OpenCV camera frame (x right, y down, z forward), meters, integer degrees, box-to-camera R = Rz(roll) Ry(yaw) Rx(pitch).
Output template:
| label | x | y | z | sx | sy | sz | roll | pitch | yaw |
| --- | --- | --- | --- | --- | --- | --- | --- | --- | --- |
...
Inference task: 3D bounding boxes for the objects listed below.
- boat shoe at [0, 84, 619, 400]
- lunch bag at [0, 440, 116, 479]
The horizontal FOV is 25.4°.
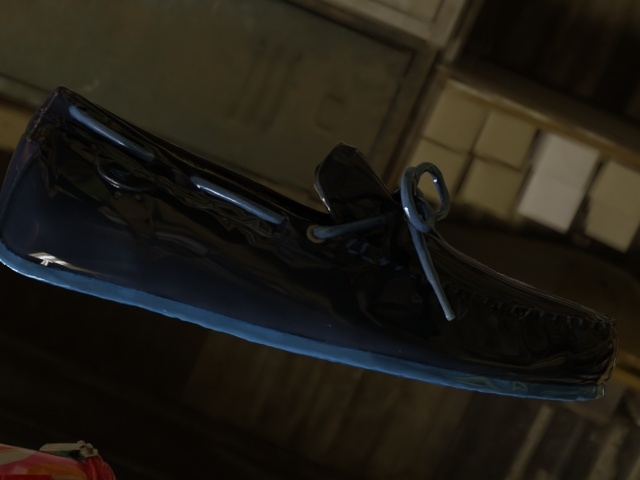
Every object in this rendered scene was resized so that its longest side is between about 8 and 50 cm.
| label | x | y | z | sx | sy | sz | roll | pitch | yaw |
| --- | --- | --- | --- | --- | --- | --- | --- | --- | --- |
| boat shoe | 0.000 | 0.000 | 0.564 | 0.258 | 0.089 | 0.109 | 15 | 179 | -7 |
| lunch bag | -0.171 | 0.249 | 0.773 | 0.120 | 0.258 | 0.293 | 12 | -153 | -24 |
